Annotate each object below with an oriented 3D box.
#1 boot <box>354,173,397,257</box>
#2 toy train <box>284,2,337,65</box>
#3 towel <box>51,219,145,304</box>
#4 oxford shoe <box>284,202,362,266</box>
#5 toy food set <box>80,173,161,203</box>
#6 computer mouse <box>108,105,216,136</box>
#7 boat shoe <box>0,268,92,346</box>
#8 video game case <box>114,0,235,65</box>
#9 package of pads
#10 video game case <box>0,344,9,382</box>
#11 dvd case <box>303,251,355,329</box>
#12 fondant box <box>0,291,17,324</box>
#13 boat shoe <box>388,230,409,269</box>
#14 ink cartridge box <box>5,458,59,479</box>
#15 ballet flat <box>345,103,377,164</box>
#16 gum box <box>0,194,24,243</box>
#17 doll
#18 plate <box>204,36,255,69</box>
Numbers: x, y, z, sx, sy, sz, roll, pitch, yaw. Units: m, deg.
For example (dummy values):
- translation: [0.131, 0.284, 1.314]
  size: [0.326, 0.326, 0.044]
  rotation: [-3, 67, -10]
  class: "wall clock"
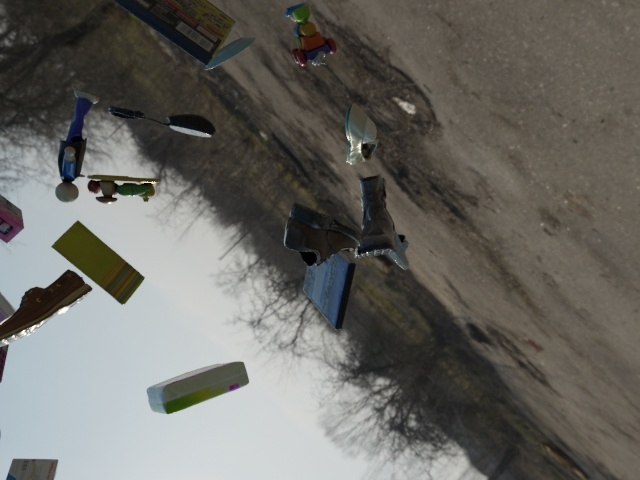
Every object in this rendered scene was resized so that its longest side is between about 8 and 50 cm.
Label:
- translation: [0.143, -0.074, 1.426]
  size: [0.338, 0.118, 0.222]
  rotation: [-31, -67, -82]
  class: "boot"
- translation: [-0.028, -0.532, 1.307]
  size: [0.248, 0.105, 0.143]
  rotation: [-115, 2, -64]
  class: "toy train"
- translation: [-0.584, 0.061, 1.357]
  size: [0.021, 0.102, 0.237]
  rotation: [-18, 123, 45]
  class: "towel"
- translation: [0.000, 0.000, 0.928]
  size: [0.083, 0.096, 0.227]
  rotation: [26, -175, 32]
  class: "oxford shoe"
- translation: [-0.519, -0.129, 1.302]
  size: [0.218, 0.071, 0.128]
  rotation: [-1, -171, -37]
  class: "toy food set"
- translation: [-0.357, -0.280, 1.161]
  size: [0.242, 0.041, 0.071]
  rotation: [11, 179, -8]
  class: "computer mouse"
- translation: [-0.466, 0.109, 0.840]
  size: [0.060, 0.064, 0.178]
  rotation: [52, -139, -5]
  class: "boat shoe"
- translation: [-0.377, -0.607, 1.353]
  size: [0.275, 0.035, 0.248]
  rotation: [32, -139, -19]
  class: "video game case"
- translation: [-0.428, 0.503, 1.764]
  size: [0.229, 0.297, 0.101]
  rotation: [-25, 79, 55]
  class: "package of pads"
- translation: [-0.919, 0.301, 1.320]
  size: [0.232, 0.211, 0.041]
  rotation: [-115, 10, -48]
  class: "video game case"
- translation: [0.017, 0.101, 1.364]
  size: [0.022, 0.180, 0.253]
  rotation: [4, -163, -23]
  class: "dvd case"
- translation: [-0.835, 0.110, 1.056]
  size: [0.330, 0.238, 0.096]
  rotation: [48, 152, 2]
  class: "fondant box"
- translation: [0.251, 0.014, 1.680]
  size: [0.227, 0.081, 0.079]
  rotation: [48, -177, -40]
  class: "boat shoe"
- translation: [-0.819, 0.674, 1.455]
  size: [0.123, 0.052, 0.088]
  rotation: [6, -136, -13]
  class: "ink cartridge box"
- translation: [0.107, -0.268, 1.310]
  size: [0.086, 0.086, 0.248]
  rotation: [44, 171, 14]
  class: "ballet flat"
- translation: [-0.872, -0.071, 1.381]
  size: [0.107, 0.062, 0.188]
  rotation: [50, 169, -36]
  class: "gum box"
- translation: [-0.417, -0.156, 0.865]
  size: [0.046, 0.188, 0.129]
  rotation: [12, -173, -27]
  class: "doll"
- translation: [-0.288, -0.593, 1.598]
  size: [0.024, 0.188, 0.188]
  rotation: [59, 170, -29]
  class: "plate"
